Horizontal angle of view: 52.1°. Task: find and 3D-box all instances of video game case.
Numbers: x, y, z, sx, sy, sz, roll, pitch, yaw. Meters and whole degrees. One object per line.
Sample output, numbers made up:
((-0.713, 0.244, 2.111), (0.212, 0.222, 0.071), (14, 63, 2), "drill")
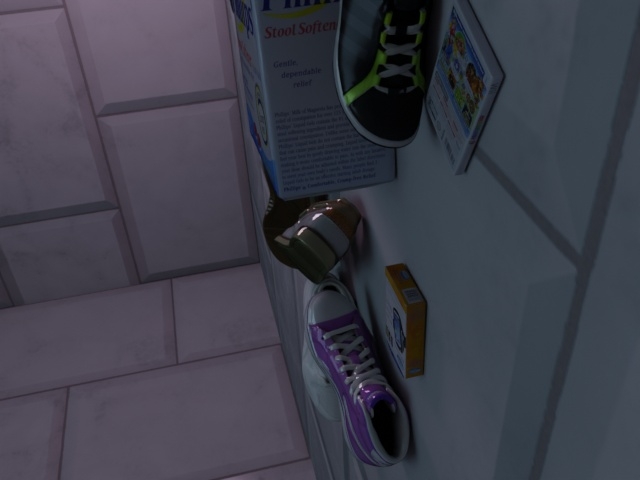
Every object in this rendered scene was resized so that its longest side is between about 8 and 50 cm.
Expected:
((0.115, -0.124, 0.543), (0.122, 0.011, 0.087), (96, 163, -60), "video game case")

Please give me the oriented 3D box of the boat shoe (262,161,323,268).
((-0.042, -0.087, 1.311), (0.110, 0.121, 0.341), (-56, -23, -44), "boat shoe")

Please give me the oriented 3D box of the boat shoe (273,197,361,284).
((0.000, 0.000, 1.101), (0.113, 0.103, 0.302), (46, 168, -7), "boat shoe")

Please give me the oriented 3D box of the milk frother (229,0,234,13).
((-0.078, -0.384, 1.067), (0.129, 0.134, 0.143), (148, 111, -81), "milk frother")

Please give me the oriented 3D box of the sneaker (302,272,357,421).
((0.019, 0.206, 1.203), (0.169, 0.108, 0.293), (178, 84, -84), "sneaker")

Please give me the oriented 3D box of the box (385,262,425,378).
((0.105, 0.106, 0.816), (0.081, 0.028, 0.136), (-112, 13, -53), "box")

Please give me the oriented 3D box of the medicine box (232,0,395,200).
((-0.019, -0.238, 0.820), (0.263, 0.149, 0.289), (-117, 18, -61), "medicine box")

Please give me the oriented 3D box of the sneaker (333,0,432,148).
((0.057, -0.199, 0.583), (0.097, 0.084, 0.235), (-147, 50, -74), "sneaker")

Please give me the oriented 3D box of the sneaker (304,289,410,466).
((0.064, 0.195, 0.977), (0.161, 0.102, 0.282), (122, 127, -72), "sneaker")
